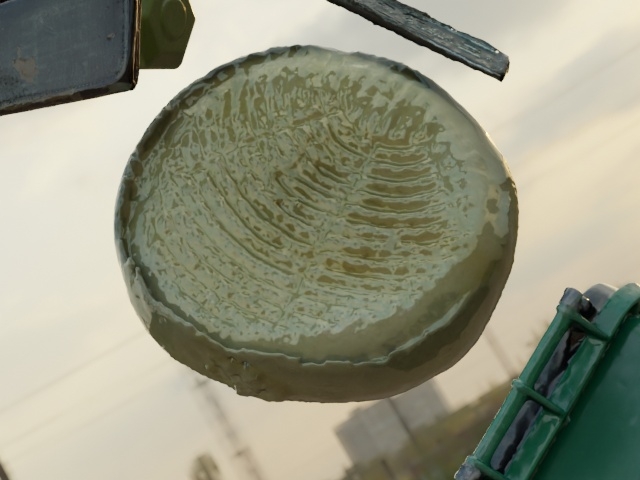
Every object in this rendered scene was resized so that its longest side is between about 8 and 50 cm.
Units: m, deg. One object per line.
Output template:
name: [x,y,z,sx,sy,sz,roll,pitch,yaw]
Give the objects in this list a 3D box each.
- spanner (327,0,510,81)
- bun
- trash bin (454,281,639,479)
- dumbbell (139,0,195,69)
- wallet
spanner: [0.022,-0.213,1.493,0.093,0.325,0.026,-42,-28,-46]
bun: [-0.003,0.003,1.572,0.364,0.364,0.202,-28,-29,-13]
trash bin: [0.325,0.217,1.330,0.259,0.381,0.295,-59,-36,-7]
dumbbell: [-0.280,-0.237,1.850,0.302,0.121,0.108,2,-23,31]
wallet: [-0.261,-0.175,1.576,0.232,0.122,0.031,-9,-20,29]
